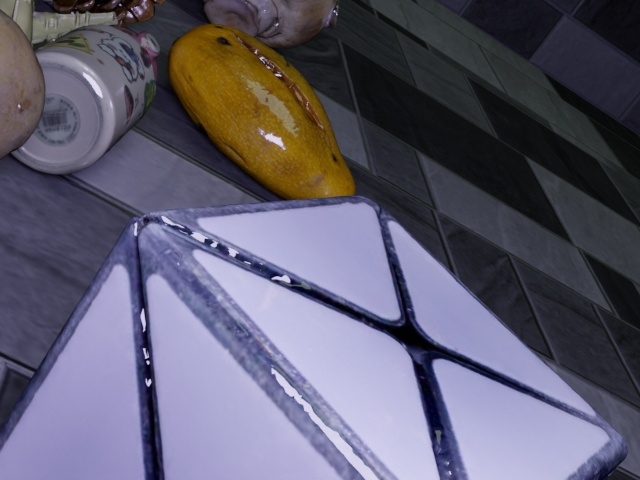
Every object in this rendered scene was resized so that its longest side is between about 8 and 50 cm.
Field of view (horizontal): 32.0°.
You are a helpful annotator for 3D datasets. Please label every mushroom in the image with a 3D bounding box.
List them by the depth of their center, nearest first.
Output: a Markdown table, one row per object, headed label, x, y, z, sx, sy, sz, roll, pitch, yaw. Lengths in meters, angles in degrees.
| label | x | y | z | sx | sy | sz | roll | pitch | yaw |
| --- | --- | --- | --- | --- | --- | --- | --- | --- | --- |
| mushroom | -0.084 | -0.399 | 1.741 | 0.254 | 0.255 | 0.184 | 36 | 56 | -1 |

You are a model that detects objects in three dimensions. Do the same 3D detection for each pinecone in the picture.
| label | x | y | z | sx | sy | sz | roll | pitch | yaw |
| --- | --- | --- | --- | --- | --- | --- | --- | --- | --- |
| pinecone | -0.287 | -0.359 | 1.419 | 0.179 | 0.150 | 0.195 | 48 | 28 | 15 |

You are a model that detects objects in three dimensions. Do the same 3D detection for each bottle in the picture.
| label | x | y | z | sx | sy | sz | roll | pitch | yaw |
| --- | --- | --- | --- | --- | --- | --- | --- | --- | --- |
| bottle | -0.230 | -0.156 | 1.127 | 0.120 | 0.120 | 0.253 | 34 | 21 | -7 |

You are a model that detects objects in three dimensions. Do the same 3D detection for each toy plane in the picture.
| label | x | y | z | sx | sy | sz | roll | pitch | yaw |
| --- | --- | --- | --- | --- | --- | --- | --- | --- | --- |
| toy plane | -0.334 | -0.248 | 1.204 | 0.241 | 0.104 | 0.256 | 10 | 24 | -21 |

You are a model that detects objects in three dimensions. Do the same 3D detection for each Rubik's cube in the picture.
| label | x | y | z | sx | sy | sz | roll | pitch | yaw |
| --- | --- | --- | --- | --- | --- | --- | --- | --- | --- |
| Rubik's cube | -0.016 | 0.142 | 0.662 | 0.255 | 0.259 | 0.260 | 43 | 21 | 20 |

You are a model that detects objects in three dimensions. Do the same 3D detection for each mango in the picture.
| label | x | y | z | sx | sy | sz | roll | pitch | yaw |
| --- | --- | --- | --- | --- | --- | --- | --- | --- | --- |
| mango | -0.068 | -0.155 | 1.371 | 0.295 | 0.120 | 0.177 | 42 | 24 | 14 |

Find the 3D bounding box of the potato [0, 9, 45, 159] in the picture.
| label | x | y | z | sx | sy | sz | roll | pitch | yaw |
| --- | --- | --- | --- | --- | --- | --- | --- | --- | --- |
| potato | -0.349 | -0.149 | 0.895 | 0.262 | 0.165 | 0.165 | 16 | 29 | -31 |
